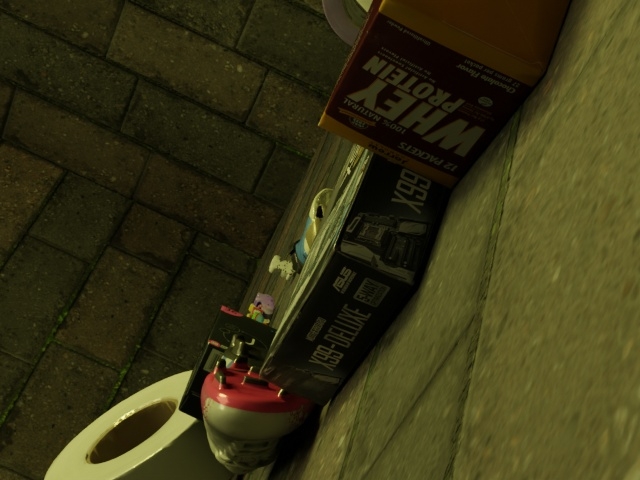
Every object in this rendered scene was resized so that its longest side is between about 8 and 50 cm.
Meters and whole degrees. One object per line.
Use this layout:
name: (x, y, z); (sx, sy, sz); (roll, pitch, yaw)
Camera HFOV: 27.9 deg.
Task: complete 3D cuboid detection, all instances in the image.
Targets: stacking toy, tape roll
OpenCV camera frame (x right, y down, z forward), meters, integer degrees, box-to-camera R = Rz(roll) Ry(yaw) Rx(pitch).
stacking toy: (-0.113, 0.155, 2.475); (0.221, 0.052, 0.167); (-72, 6, -48)
tape roll: (0.100, -0.384, 1.973); (0.080, 0.189, 0.189); (-72, 8, -61)
tape roll: (-0.237, 0.299, 1.781); (0.286, 0.100, 0.286); (-28, 16, 9)

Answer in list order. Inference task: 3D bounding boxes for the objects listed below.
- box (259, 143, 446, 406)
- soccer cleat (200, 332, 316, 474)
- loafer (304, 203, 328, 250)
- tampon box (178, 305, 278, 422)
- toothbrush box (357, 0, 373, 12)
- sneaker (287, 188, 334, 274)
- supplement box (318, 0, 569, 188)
box: (0.054, -0.030, 1.214); (0.242, 0.076, 0.307); (120, 173, -54)
soccer cleat: (-0.068, 0.191, 1.364); (0.331, 0.116, 0.143); (-100, 19, -87)
loafer: (0.000, 0.000, 1.906); (0.148, 0.050, 0.056); (-70, 6, -52)
tampon box: (-0.102, 0.172, 1.673); (0.161, 0.120, 0.101); (-82, 17, -75)
toothbrush box: (0.155, -0.520, 2.111); (0.206, 0.122, 0.283); (-30, 27, 37)
sneaker: (-0.009, -0.009, 2.017); (0.084, 0.058, 0.152); (-49, 20, 43)
supplement box: (0.110, -0.183, 1.048); (0.194, 0.129, 0.191); (123, 171, -62)
